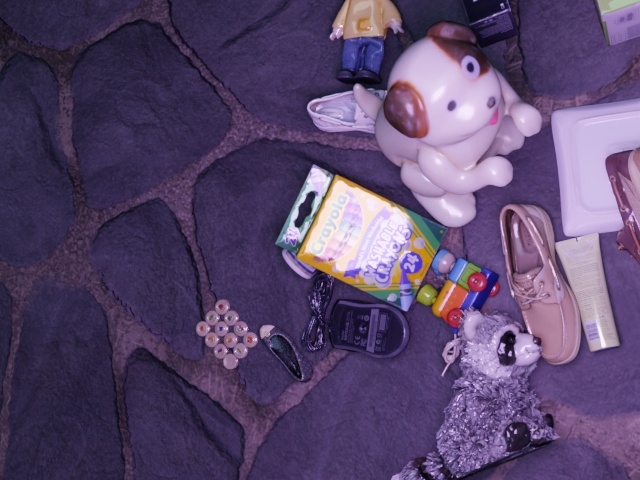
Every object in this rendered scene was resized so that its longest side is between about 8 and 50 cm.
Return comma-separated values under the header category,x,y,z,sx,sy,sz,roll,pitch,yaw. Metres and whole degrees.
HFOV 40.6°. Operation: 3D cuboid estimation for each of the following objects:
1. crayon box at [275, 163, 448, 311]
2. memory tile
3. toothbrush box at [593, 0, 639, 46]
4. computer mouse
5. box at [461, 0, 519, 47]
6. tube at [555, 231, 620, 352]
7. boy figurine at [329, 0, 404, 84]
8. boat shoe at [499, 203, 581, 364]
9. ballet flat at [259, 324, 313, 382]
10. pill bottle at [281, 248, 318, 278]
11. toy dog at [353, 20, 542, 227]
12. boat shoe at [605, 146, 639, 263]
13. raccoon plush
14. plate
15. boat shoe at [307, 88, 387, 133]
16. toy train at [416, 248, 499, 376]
category,x,y,z,sx,sy,sz,roll,pitch,yaw
crayon box,0.086,-0.007,1.888,0.322,0.083,0.203,25,94,-3
memory tile,-0.228,0.226,2.087,0.113,0.012,0.148,-47,71,11
toothbrush box,0.595,-0.569,1.754,0.122,0.206,0.283,-15,80,19
computer mouse,0.093,0.185,1.945,0.272,0.072,0.189,12,91,34
box,0.354,-0.521,1.865,0.093,0.158,0.156,-19,78,17
tube,0.557,0.107,1.782,0.070,0.062,0.240,-6,74,-21
boy figurine,0.109,-0.504,1.995,0.177,0.092,0.285,7,90,24
boat shoe,0.436,0.090,1.781,0.121,0.110,0.341,-25,71,38
ballet flat,-0.080,0.258,2.007,0.173,0.049,0.057,45,99,19
pill bottle,0.000,0.000,1.980,0.169,0.094,0.094,-45,72,11
toy dog,0.246,-0.264,1.711,0.395,0.408,0.284,42,85,12
boat shoe,0.648,-0.020,1.711,0.123,0.123,0.342,-7,111,53
raccoon plush,0.274,0.332,1.794,0.446,0.216,0.299,-28,68,16
plate,0.628,-0.160,1.786,0.277,0.045,0.278,-6,82,20
boat shoe,0.102,-0.297,1.970,0.276,0.096,0.098,-4,80,19
toy train,0.266,0.149,1.866,0.143,0.105,0.248,32,96,31
